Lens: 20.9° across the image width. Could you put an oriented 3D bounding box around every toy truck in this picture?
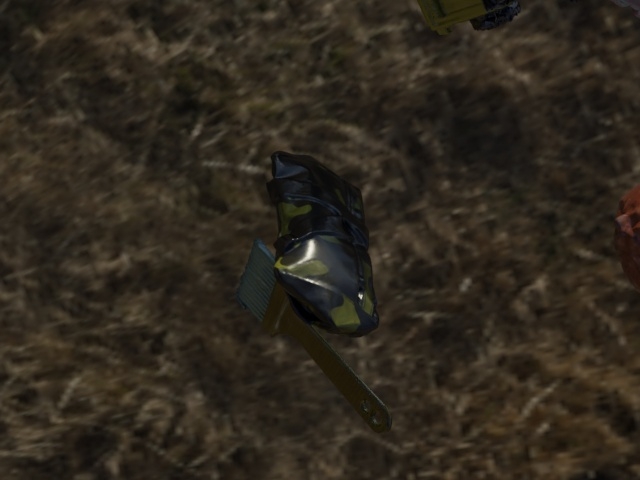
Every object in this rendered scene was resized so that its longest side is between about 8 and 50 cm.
[{"bbox_3d":[0.238,-0.315,1.941,0.136,0.286,0.111,63,25,-19],"label":"toy truck"}]

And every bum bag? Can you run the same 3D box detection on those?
[{"bbox_3d":[0.000,0.000,1.540,0.106,0.060,0.232,27,29,-22],"label":"bum bag"}]

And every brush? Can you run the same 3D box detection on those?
[{"bbox_3d":[-0.004,0.097,1.622,0.010,0.082,0.218,-23,59,-38],"label":"brush"}]

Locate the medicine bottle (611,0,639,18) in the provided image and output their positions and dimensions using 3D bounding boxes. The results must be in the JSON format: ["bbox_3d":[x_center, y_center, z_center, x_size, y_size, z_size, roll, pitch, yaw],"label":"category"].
[{"bbox_3d":[0.443,-0.382,2.194,0.094,0.119,0.188,25,73,-27],"label":"medicine bottle"}]

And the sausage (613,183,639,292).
[{"bbox_3d":[0.418,-0.007,1.839,0.254,0.148,0.148,-5,82,-29],"label":"sausage"}]
